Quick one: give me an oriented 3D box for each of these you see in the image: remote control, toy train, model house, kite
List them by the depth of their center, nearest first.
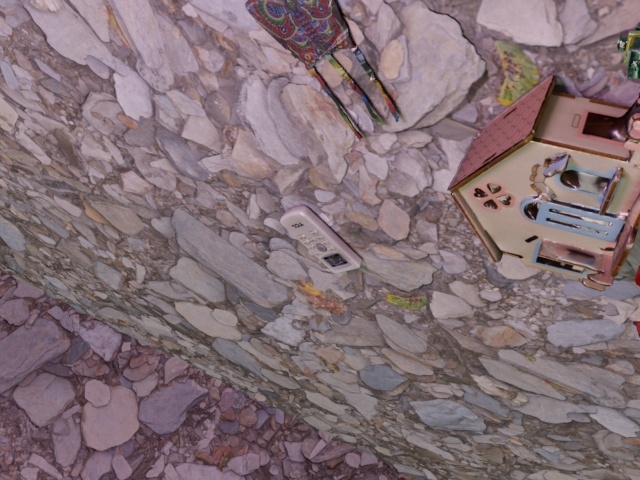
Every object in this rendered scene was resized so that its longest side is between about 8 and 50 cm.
[{"bbox_3d":[0.385,-0.202,0.637,0.122,0.081,0.050,10,137,26],"label":"toy train"},{"bbox_3d":[0.302,-0.077,0.790,0.244,0.169,0.326,20,151,20],"label":"model house"},{"bbox_3d":[0.014,-0.271,0.880,0.152,0.015,0.285,-8,131,47],"label":"kite"},{"bbox_3d":[0.000,0.000,1.251,0.190,0.029,0.087,44,144,-23],"label":"remote control"}]

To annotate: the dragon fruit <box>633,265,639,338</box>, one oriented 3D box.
[{"bbox_3d":[0.561,0.102,0.716,0.370,0.249,0.386,21,168,-6],"label":"dragon fruit"}]
